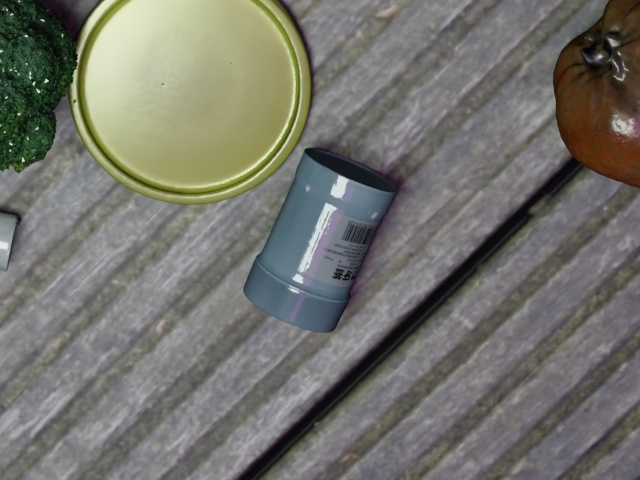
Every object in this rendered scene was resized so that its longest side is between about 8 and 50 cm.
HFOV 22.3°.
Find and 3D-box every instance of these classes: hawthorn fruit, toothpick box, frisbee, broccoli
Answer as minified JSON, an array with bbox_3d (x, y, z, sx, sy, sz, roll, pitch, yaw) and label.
[{"bbox_3d":[0.344,-0.124,1.530,0.251,0.199,0.199,30,102,-27],"label":"hawthorn fruit"},{"bbox_3d":[0.000,0.000,1.567,0.101,0.101,0.153,22,104,-12],"label":"toothpick box"},{"bbox_3d":[-0.125,-0.148,1.553,0.236,0.017,0.235,-2,108,-5],"label":"frisbee"},{"bbox_3d":[-0.357,-0.137,1.440,0.270,0.270,0.270,21,135,-11],"label":"broccoli"}]

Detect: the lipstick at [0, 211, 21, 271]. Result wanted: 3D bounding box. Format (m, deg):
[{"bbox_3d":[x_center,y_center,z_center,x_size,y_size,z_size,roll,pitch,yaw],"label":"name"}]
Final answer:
[{"bbox_3d":[-0.421,-0.021,1.542,0.264,0.059,0.059,11,106,-8],"label":"lipstick"}]
